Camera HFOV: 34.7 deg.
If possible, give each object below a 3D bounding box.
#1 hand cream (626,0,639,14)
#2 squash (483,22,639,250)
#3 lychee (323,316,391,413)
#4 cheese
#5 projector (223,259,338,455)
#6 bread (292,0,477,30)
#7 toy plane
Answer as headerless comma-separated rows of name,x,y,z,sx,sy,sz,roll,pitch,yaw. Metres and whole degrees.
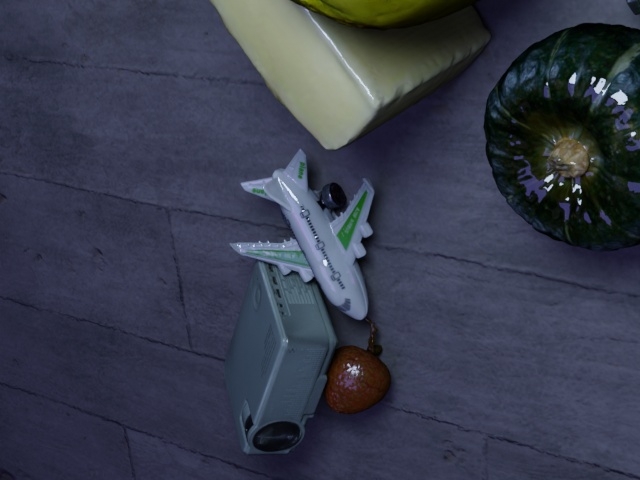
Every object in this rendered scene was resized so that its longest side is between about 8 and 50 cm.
hand cream,0.461,-0.297,0.987,0.336,0.076,0.121,-15,109,34
squash,0.301,-0.114,1.124,0.252,0.165,0.252,17,125,26
lychee,0.057,0.192,1.508,0.140,0.114,0.101,-48,38,21
cheese,0.039,-0.257,1.173,0.124,0.265,0.242,-33,92,44
projector,-0.062,0.177,1.542,0.192,0.099,0.257,-109,30,-47
bread,0.094,-0.327,1.014,0.251,0.376,0.208,28,124,20
toy plane,0.002,-0.003,1.447,0.251,0.101,0.255,-25,103,34
